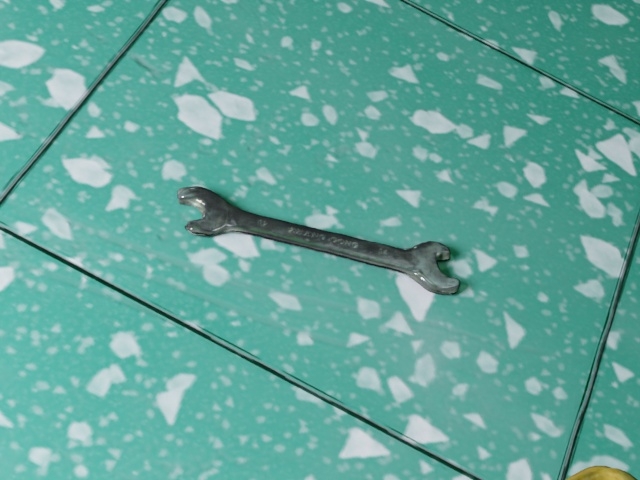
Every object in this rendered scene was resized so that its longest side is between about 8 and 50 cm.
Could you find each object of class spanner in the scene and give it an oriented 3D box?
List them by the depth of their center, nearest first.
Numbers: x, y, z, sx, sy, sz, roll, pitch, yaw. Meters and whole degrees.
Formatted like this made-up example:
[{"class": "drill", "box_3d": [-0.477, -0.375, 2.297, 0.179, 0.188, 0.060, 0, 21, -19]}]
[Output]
[{"class": "spanner", "box_3d": [0.000, 0.000, 1.135, 0.255, 0.015, 0.054, 14, 51, -11]}]

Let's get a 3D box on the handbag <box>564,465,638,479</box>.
[{"class": "handbag", "box_3d": [0.098, 0.326, 0.726, 0.401, 0.133, 0.283, -26, 84, -36]}]
